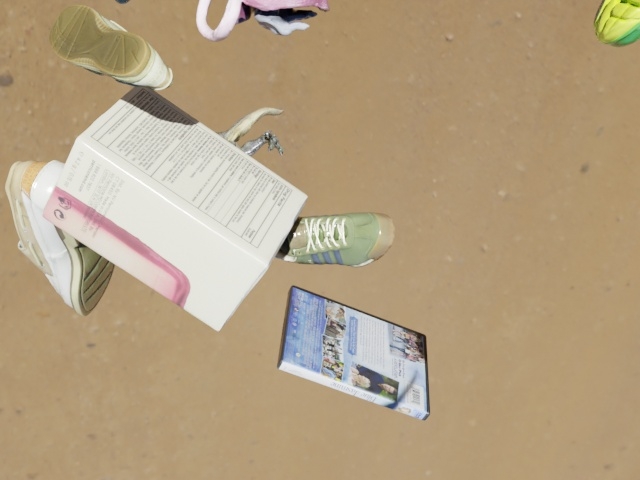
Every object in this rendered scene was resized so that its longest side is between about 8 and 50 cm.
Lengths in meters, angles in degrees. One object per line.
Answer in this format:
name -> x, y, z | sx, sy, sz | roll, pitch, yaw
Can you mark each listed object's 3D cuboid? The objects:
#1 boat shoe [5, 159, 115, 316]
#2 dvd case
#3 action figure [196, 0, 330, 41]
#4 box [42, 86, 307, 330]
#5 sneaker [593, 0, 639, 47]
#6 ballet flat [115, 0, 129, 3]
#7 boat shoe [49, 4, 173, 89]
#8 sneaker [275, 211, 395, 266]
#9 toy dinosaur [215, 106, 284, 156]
boat shoe -> -0.358, -0.007, 1.201 | 0.103, 0.113, 0.302 | 21, 143, 8
dvd case -> 0.058, 0.176, 1.373 | 0.253, 0.180, 0.022 | 21, 125, -11
action figure -> -0.085, -0.484, 1.201 | 0.275, 0.248, 0.370 | -18, 113, -25
box -> -0.156, -0.038, 0.943 | 0.232, 0.149, 0.127 | 35, 127, -5
sneaker -> 0.425, -0.277, 0.888 | 0.295, 0.109, 0.123 | -29, 121, 32
ballet flat -> -0.327, -0.491, 1.469 | 0.057, 0.049, 0.173 | 10, 103, -22
boat shoe -> -0.197, -0.177, 0.799 | 0.048, 0.153, 0.056 | 33, 84, -54
sneaker -> 0.000, 0.000, 1.066 | 0.086, 0.064, 0.192 | 6, 171, -35
toy dinosaur -> -0.122, -0.124, 1.147 | 0.268, 0.118, 0.064 | -37, 115, -29
